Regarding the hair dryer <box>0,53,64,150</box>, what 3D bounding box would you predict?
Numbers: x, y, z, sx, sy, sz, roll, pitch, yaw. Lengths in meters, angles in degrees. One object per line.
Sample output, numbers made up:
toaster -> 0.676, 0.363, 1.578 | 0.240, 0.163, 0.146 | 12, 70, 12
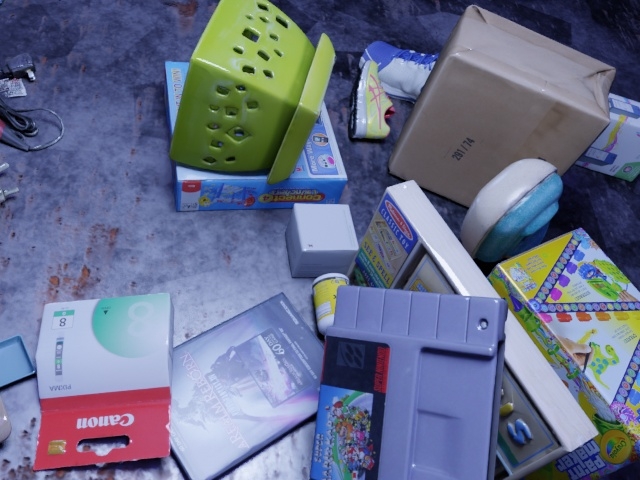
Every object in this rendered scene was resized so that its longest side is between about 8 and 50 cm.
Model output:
hair dryer -> -0.622, -0.244, 1.066 | 0.294, 0.080, 0.223 | -17, 62, -25

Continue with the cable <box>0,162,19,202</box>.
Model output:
cable -> -0.619, -0.045, 0.953 | 0.287, 0.072, 0.139 | -33, 78, -19

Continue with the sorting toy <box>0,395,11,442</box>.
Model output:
sorting toy -> -0.523, 0.200, 0.779 | 0.193, 0.038, 0.208 | -21, 68, -28

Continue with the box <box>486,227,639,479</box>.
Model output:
box -> 0.332, 0.192, 0.883 | 0.177, 0.289, 0.279 | -19, 63, -28

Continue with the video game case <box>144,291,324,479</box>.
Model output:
video game case -> -0.114, 0.210, 0.912 | 0.274, 0.026, 0.196 | -25, 65, -30

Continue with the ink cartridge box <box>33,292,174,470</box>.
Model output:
ink cartridge box -> -0.296, 0.185, 0.841 | 0.181, 0.056, 0.224 | -5, 54, -4

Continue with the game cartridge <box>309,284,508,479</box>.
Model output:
game cartridge -> 0.100, 0.239, 0.760 | 0.230, 0.068, 0.354 | 3, 83, 28

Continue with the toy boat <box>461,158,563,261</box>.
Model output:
toy boat -> 0.297, 0.013, 1.073 | 0.318, 0.267, 0.148 | -42, 73, -2

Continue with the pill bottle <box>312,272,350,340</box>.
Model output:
pill bottle -> 0.024, 0.117, 0.993 | 0.065, 0.065, 0.116 | 1, 55, -15

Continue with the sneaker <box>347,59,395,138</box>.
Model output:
sneaker -> 0.115, -0.297, 1.318 | 0.094, 0.081, 0.208 | 11, 63, -9

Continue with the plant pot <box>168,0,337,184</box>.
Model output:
plant pot -> -0.105, -0.243, 1.016 | 0.207, 0.228, 0.227 | 20, 51, -8

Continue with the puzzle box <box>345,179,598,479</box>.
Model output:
puzzle box -> 0.178, 0.150, 0.883 | 0.052, 0.272, 0.408 | -17, 61, -26

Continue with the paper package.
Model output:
paper package -> 0.331, -0.220, 1.165 | 0.310, 0.324, 0.168 | 24, 52, 1

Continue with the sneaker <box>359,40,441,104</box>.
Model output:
sneaker -> 0.253, -0.371, 1.342 | 0.316, 0.182, 0.127 | 40, 53, 14

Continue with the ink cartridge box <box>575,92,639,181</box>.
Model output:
ink cartridge box -> 0.639, -0.237, 1.369 | 0.213, 0.154, 0.093 | 18, 53, -4

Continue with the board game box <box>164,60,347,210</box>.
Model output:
board game box -> -0.133, -0.203, 1.170 | 0.302, 0.086, 0.308 | -2, 55, -17

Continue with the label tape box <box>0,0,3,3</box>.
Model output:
label tape box -> -0.767, -0.665, 1.316 | 0.241, 0.105, 0.333 | 7, 52, -11

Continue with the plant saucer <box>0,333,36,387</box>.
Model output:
plant saucer -> -0.490, 0.192, 0.823 | 0.192, 0.018, 0.067 | -21, 63, -29

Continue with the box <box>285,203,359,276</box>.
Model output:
box -> 0.000, 0.000, 1.057 | 0.102, 0.087, 0.101 | 0, 55, -16
